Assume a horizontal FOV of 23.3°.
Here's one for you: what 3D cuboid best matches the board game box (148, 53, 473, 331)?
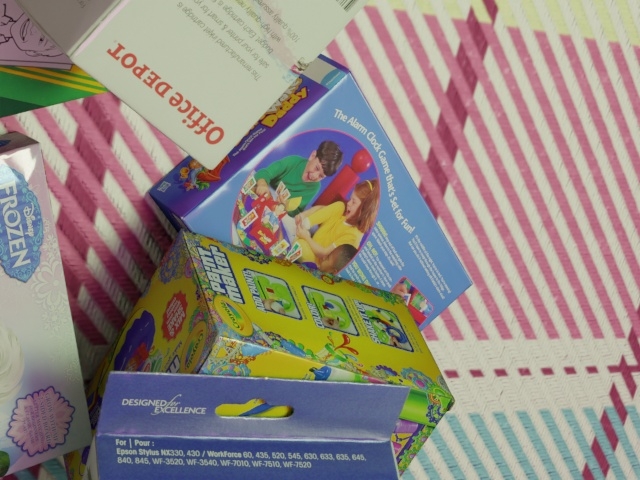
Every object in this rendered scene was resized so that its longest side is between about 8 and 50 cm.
[{"bbox_3d":[0.000,0.000,1.691,0.233,0.078,0.347,-42,130,-11],"label":"board game box"}]

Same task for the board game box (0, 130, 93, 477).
[{"bbox_3d":[-0.387,0.090,1.438,0.318,0.066,0.319,-18,113,-28],"label":"board game box"}]

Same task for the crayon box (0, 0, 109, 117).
[{"bbox_3d":[-0.219,-0.294,1.322,0.313,0.106,0.363,-17,134,-27],"label":"crayon box"}]

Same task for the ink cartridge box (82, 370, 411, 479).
[{"bbox_3d":[-0.085,0.267,1.497,0.303,0.072,0.307,4,127,-21],"label":"ink cartridge box"}]

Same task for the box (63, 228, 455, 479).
[{"bbox_3d":[-0.072,0.182,1.592,0.279,0.177,0.290,18,118,-30],"label":"box"}]

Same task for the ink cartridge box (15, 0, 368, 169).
[{"bbox_3d":[-0.096,-0.240,1.233,0.270,0.197,0.198,-47,142,3],"label":"ink cartridge box"}]
